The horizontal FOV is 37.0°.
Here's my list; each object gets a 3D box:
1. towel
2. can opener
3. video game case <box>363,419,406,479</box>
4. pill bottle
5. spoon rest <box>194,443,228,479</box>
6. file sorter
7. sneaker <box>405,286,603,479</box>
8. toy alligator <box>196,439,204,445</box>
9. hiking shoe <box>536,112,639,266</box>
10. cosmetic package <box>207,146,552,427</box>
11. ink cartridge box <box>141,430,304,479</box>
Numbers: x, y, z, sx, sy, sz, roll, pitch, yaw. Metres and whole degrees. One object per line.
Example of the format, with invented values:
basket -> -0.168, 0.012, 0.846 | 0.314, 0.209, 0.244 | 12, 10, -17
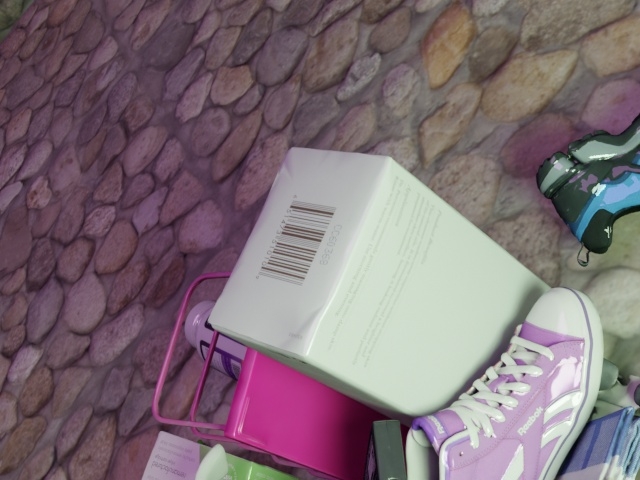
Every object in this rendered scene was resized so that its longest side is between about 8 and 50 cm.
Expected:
towel -> 0.226, 0.307, 0.928 | 0.285, 0.034, 0.209 | -63, -1, -22
can opener -> 0.318, 0.168, 0.956 | 0.076, 0.095, 0.283 | -63, 22, -9
video game case -> 0.074, 0.359, 1.005 | 0.035, 0.275, 0.248 | -3, 55, -3
pill bottle -> -0.114, 0.149, 1.403 | 0.193, 0.108, 0.108 | 17, 79, 47
spoon rest -> -0.053, 0.340, 1.100 | 0.276, 0.137, 0.084 | 26, 47, 37
file sorter -> -0.032, 0.175, 1.176 | 0.182, 0.290, 0.202 | -5, 63, 45
sneaker -> 0.179, 0.166, 0.958 | 0.102, 0.161, 0.282 | 12, 81, 58
toy alligator -> -0.240, 0.374, 1.426 | 0.190, 0.051, 0.056 | -56, 41, 2
hiking shoe -> 0.404, -0.096, 1.087 | 0.304, 0.113, 0.132 | -31, 78, 18
cosmetic package -> 0.095, 0.081, 1.039 | 0.156, 0.385, 0.217 | 12, 72, 45
ink cartridge box -> -0.178, 0.455, 1.267 | 0.207, 0.119, 0.353 | 5, 70, 44
